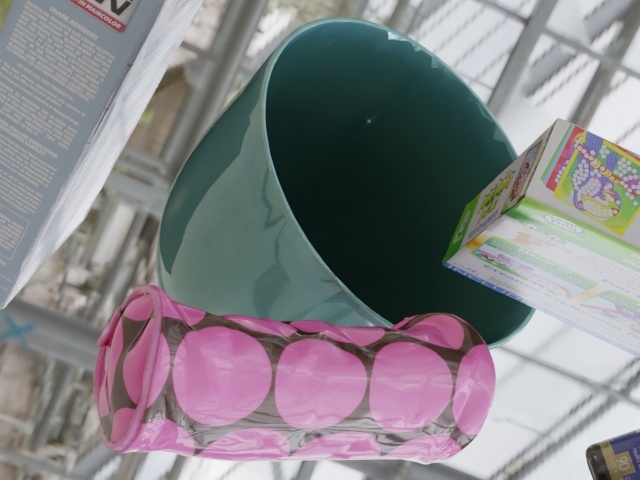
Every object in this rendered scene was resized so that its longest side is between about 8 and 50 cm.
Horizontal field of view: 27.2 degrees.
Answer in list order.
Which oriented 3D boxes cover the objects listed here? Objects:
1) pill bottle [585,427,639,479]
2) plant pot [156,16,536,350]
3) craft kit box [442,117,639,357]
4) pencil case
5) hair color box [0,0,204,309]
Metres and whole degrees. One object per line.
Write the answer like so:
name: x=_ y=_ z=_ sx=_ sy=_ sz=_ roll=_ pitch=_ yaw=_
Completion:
pill bottle: x=0.395 y=0.236 z=1.366 sx=0.219 sy=0.123 sz=0.123 roll=-21 pitch=-154 yaw=9
plant pot: x=0.000 y=0.000 z=1.101 sx=0.235 sy=0.293 sz=0.293 roll=-34 pitch=-147 yaw=41
craft kit box: x=0.216 y=0.027 z=0.824 sx=0.246 sy=0.249 sz=0.061 roll=125 pitch=-10 yaw=-81
pencil case: x=-0.016 y=0.070 z=0.700 sx=0.095 sy=0.209 sz=0.098 roll=-60 pitch=-143 yaw=31
hair color box: x=-0.224 y=-0.134 z=1.185 sx=0.374 sy=0.113 sz=0.185 roll=-55 pitch=-177 yaw=33
